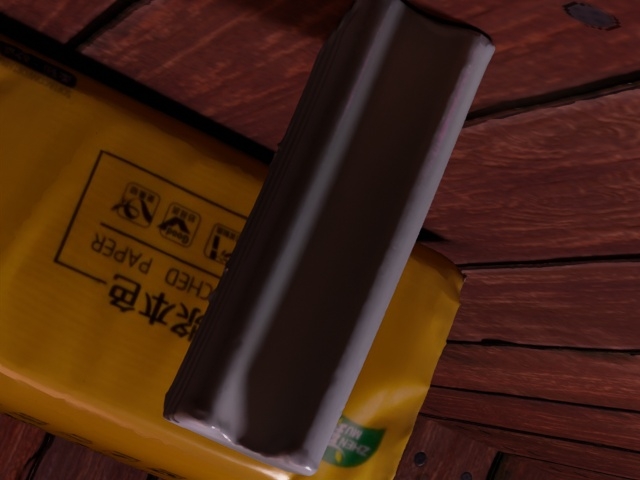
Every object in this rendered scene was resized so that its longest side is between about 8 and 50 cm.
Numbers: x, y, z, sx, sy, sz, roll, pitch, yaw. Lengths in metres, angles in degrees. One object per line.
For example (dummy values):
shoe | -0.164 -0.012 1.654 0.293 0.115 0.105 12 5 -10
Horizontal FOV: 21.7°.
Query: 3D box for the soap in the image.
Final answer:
soap | 0.000 0.000 0.733 0.066 0.198 0.119 24 171 -5

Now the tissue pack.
tissue pack | -0.141 0.033 1.176 0.382 0.228 0.293 25 169 -23
